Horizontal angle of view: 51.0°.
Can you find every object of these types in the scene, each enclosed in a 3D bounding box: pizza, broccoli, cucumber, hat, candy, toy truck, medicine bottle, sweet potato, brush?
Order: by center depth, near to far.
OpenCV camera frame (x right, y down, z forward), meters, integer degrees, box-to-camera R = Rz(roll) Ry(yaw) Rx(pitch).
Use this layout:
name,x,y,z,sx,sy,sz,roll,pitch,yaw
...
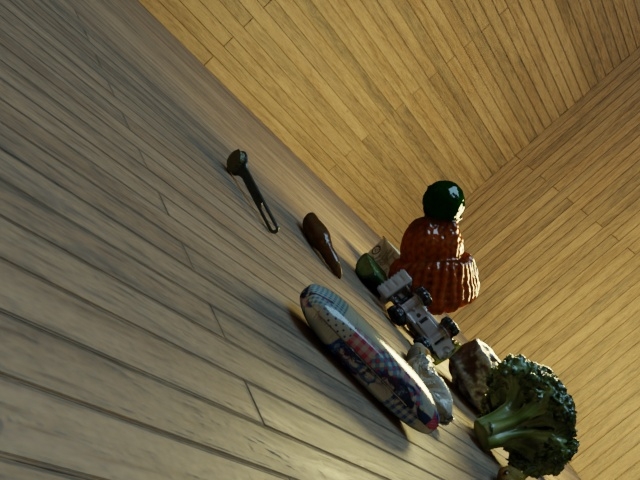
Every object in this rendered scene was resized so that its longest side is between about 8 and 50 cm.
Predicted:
name,x,y,z,sx,sy,sz,roll,pitch,yaw
pizza,0.436,0.546,1.421,0.182,0.062,0.161,41,12,-52
brush,-0.152,-0.112,1.505,0.027,0.062,0.266,18,31,-45
medicine bottle,0.244,0.300,1.627,0.221,0.061,0.092,-21,93,-82
broccoli,0.507,0.447,1.674,0.288,0.260,0.235,58,-2,43
sweet potato,-0.002,-0.005,1.785,0.078,0.058,0.255,70,-6,-45
toy truck,0.285,0.228,1.955,0.286,0.136,0.111,53,-13,15
candy,0.481,0.413,2.010,0.289,0.157,0.214,50,18,-47
hat,0.347,0.025,2.083,0.285,0.285,0.400,-110,-166,-71
cucumber,0.164,0.115,2.088,0.115,0.062,0.116,43,19,-23

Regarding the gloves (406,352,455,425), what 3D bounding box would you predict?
name,x,y,z,sx,sy,sz,roll,pitch,yaw
gloves,0.227,0.312,1.393,0.153,0.070,0.114,57,1,16

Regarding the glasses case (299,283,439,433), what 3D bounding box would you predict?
name,x,y,z,sx,sy,sz,roll,pitch,yaw
glasses case,0.085,0.199,1.128,0.327,0.076,0.125,46,5,-13

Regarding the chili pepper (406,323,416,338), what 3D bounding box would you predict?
name,x,y,z,sx,sy,sz,roll,pitch,yaw
chili pepper,0.318,0.281,2.098,0.123,0.073,0.070,49,-34,-4

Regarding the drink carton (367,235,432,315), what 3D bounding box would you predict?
name,x,y,z,sx,sy,sz,roll,pitch,yaw
drink carton,0.298,0.144,2.438,0.194,0.132,0.324,43,7,-27
